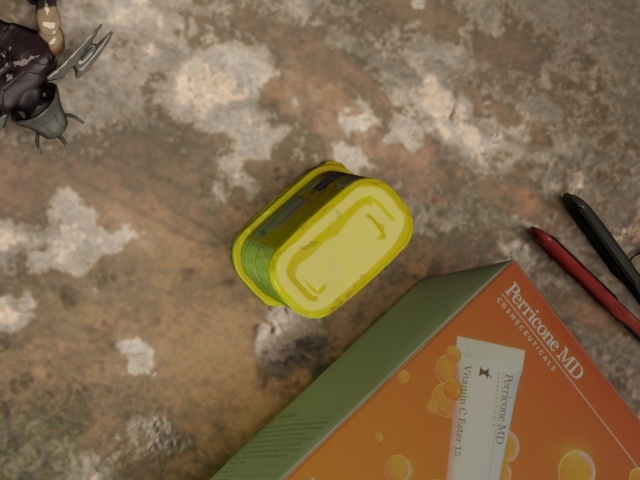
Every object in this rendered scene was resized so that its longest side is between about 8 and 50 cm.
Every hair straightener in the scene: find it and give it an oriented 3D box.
[{"bbox_3d":[0.283,0.040,1.660,0.230,0.047,0.089,44,86,-11],"label":"hair straightener"}]

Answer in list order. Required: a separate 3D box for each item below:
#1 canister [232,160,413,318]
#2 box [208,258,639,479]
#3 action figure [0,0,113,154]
[{"bbox_3d":[0.000,0.000,1.538,0.126,0.170,0.073,-42,101,-5],"label":"canister"},{"bbox_3d":[0.064,0.209,1.525,0.345,0.168,0.215,-43,100,-22],"label":"box"},{"bbox_3d":[-0.285,-0.181,1.510,0.185,0.099,0.285,-44,105,-12],"label":"action figure"}]
